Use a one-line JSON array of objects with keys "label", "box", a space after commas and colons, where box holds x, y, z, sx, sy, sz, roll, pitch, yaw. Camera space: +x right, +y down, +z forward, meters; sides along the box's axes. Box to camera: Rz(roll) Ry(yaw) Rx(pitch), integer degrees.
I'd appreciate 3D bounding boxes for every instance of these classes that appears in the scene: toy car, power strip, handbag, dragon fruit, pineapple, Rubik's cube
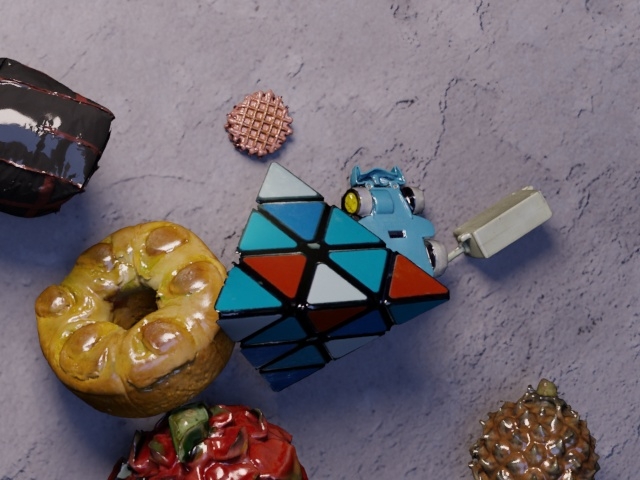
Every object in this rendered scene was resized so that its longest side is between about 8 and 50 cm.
[{"label": "toy car", "box": [0.069, -0.005, 1.414, 0.126, 0.098, 0.161, -3, 66, -37]}, {"label": "power strip", "box": [0.212, -0.009, 1.450, 0.175, 0.075, 0.042, -32, 100, -10]}, {"label": "handbag", "box": [-0.323, -0.106, 1.228, 0.169, 0.215, 0.155, 24, 78, -19]}, {"label": "dragon fruit", "box": [-0.122, 0.318, 1.313, 0.234, 0.234, 0.293, -7, 109, -15]}, {"label": "pineapple", "box": [0.270, 0.269, 1.441, 0.166, 0.166, 0.193, 12, 82, -16]}, {"label": "Rubik's cube", "box": [0.000, 0.000, 1.322, 0.250, 0.284, 0.234, -18, 64, 9]}]

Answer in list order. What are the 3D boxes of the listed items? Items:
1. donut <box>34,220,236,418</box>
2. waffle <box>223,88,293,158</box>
[{"label": "donut", "box": [-0.201, 0.089, 1.278, 0.227, 0.226, 0.113, -34, 140, -11]}, {"label": "waffle", "box": [-0.072, -0.141, 1.389, 0.083, 0.029, 0.075, -36, 102, -13]}]
